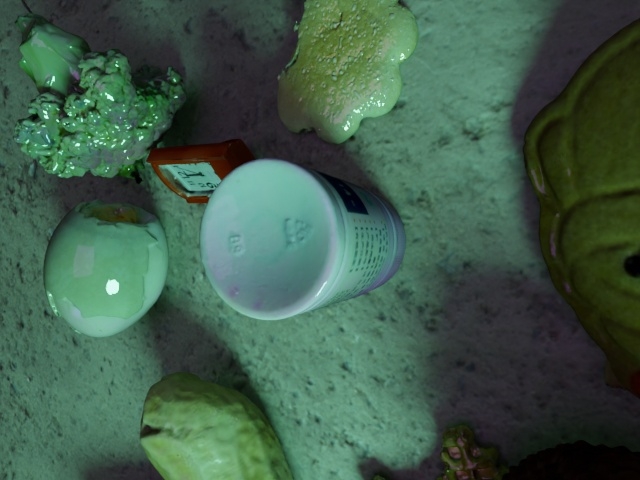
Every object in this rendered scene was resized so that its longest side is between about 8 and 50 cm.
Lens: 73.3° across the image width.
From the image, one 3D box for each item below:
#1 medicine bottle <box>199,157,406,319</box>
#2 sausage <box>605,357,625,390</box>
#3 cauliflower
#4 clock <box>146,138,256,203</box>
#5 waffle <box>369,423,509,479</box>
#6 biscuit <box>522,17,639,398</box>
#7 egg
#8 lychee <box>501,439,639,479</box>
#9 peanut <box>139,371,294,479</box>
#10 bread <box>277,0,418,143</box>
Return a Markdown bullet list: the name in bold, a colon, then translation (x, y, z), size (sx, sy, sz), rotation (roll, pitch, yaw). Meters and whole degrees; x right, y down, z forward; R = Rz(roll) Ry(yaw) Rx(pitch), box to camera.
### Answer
- **medicine bottle**: translation (0.000, 0.000, 0.503), size (0.152, 0.254, 0.152), rotation (0, 90, 24)
- **sausage**: translation (0.334, 0.107, 0.477), size (0.026, 0.026, 0.116), rotation (6, 92, 24)
- **cauliflower**: translation (-0.365, -0.231, 0.663), size (0.256, 0.239, 0.315), rotation (-33, 111, 12)
- **clock**: translation (-0.176, -0.109, 0.671), size (0.155, 0.113, 0.061), rotation (1, 60, 23)
- **waffle**: translation (0.150, 0.326, 0.544), size (0.149, 0.051, 0.194), rotation (40, 105, 18)
- **biscuit**: translation (0.352, -0.025, 0.378), size (0.359, 0.074, 0.381), rotation (11, 98, 54)
- **egg**: translation (-0.346, 0.053, 0.702), size (0.183, 0.183, 0.217), rotation (24, 106, 23)
- **lychee**: translation (0.272, 0.321, 0.367), size (0.304, 0.276, 0.276), rotation (-3, 88, 15)
- **peanut**: translation (-0.131, 0.344, 0.613), size (0.174, 0.158, 0.340), rotation (-19, 75, -16)
- **bread**: translation (0.038, -0.263, 0.608), size (0.181, 0.039, 0.251), rotation (23, 98, 23)
